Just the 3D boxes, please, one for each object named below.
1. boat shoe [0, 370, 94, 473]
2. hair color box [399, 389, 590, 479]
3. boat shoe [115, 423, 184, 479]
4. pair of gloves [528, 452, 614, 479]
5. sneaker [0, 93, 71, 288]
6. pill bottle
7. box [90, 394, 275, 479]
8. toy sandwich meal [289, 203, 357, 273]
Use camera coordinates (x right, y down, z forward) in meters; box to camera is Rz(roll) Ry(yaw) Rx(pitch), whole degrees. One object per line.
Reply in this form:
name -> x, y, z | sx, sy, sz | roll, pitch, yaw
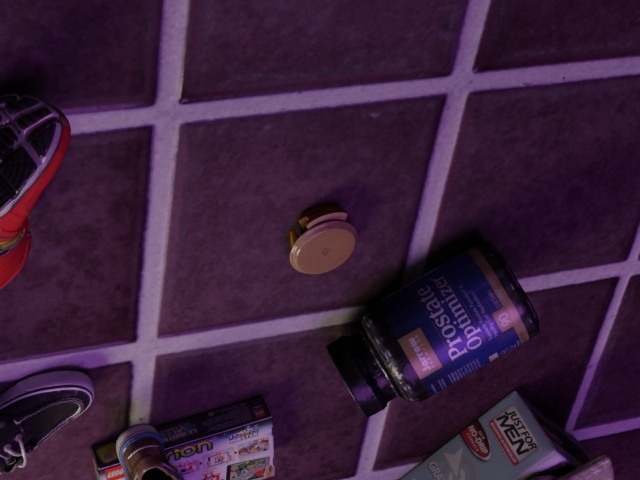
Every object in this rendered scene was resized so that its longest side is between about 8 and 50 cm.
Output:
boat shoe -> -0.332, 0.212, 1.512 | 0.219, 0.070, 0.078 | -27, 137, -4
hair color box -> 0.179, 0.381, 1.913 | 0.374, 0.113, 0.185 | -40, 136, 11
boat shoe -> -0.183, 0.283, 1.607 | 0.066, 0.066, 0.183 | -24, 136, -5
pair of gloves -> 0.285, 0.384, 1.859 | 0.204, 0.042, 0.240 | -18, 137, -13
sneaker -> -0.303, -0.021, 1.310 | 0.279, 0.107, 0.118 | -49, 152, 24
pill bottle -> 0.123, 0.104, 1.614 | 0.219, 0.123, 0.123 | -31, 137, 1
box -> -0.155, 0.255, 1.673 | 0.207, 0.036, 0.114 | -15, 135, -15
toy sandwich meal -> 0.000, 0.000, 1.522 | 0.085, 0.029, 0.085 | -17, 141, -15
